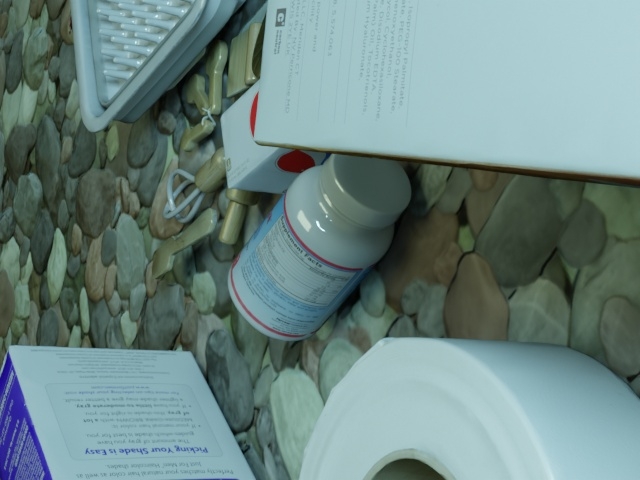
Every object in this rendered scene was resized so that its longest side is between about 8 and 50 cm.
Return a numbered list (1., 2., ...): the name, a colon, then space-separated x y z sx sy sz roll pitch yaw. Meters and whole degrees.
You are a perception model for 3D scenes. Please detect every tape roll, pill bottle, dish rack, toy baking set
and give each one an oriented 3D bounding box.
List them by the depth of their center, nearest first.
1. tape roll: 0.092 0.198 0.791 0.286 0.100 0.286 -12 76 59
2. pill bottle: 0.000 0.000 0.982 0.160 0.087 0.087 -51 45 42
3. toy baking set: -0.094 -0.074 1.209 0.197 0.030 0.256 23 100 64
4. dish rack: -0.163 -0.294 1.296 0.285 0.072 0.332 -37 54 47

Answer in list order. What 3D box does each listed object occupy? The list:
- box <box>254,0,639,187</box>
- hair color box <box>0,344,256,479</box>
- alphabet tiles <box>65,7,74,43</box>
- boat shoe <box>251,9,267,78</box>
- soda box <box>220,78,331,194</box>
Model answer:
1. box: 0.146 -0.109 0.633 0.345 0.215 0.168 12 96 59
2. hair color box: -0.151 0.233 1.106 0.339 0.185 0.110 54 131 48
3. alphabet tiles: -0.231 -0.286 1.483 0.237 0.009 0.198 47 125 51
4. boat shoe: -0.011 -0.201 1.080 0.056 0.048 0.153 -136 63 -67
5. soda box: 0.005 -0.106 1.001 0.216 0.074 0.069 -35 57 52
